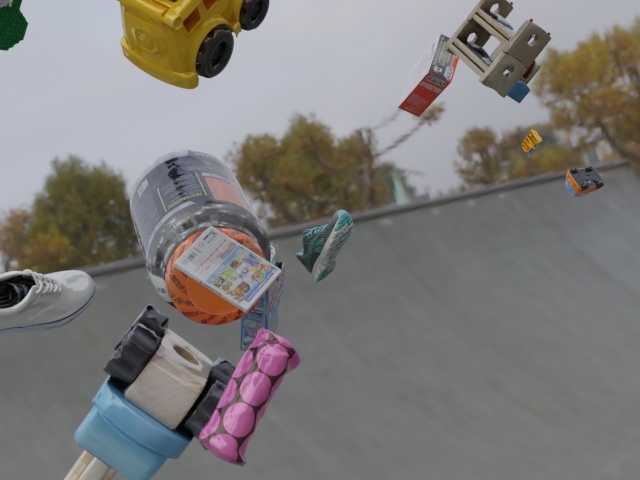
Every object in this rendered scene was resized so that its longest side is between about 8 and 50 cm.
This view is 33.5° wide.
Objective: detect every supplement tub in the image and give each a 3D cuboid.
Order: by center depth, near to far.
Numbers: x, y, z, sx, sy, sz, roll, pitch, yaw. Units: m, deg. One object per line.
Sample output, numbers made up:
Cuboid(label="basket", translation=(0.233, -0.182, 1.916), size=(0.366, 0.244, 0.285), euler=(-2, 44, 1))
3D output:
Cuboid(label="supplement tub", translation=(-0.206, -0.007, 1.821), size=(0.207, 0.207, 0.338), euler=(-16, 29, -9))

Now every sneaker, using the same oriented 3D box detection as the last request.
Cuboid(label="sneaker", translation=(-0.446, 0.089, 1.643), size=(0.258, 0.094, 0.091), euler=(-21, -25, -48))
Cuboid(label="sneaker", translation=(0.000, 0.000, 1.879), size=(0.065, 0.076, 0.166), euler=(-33, -23, -44))

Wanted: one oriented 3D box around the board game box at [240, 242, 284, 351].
Cuboid(label="board game box", translation=(-0.118, 0.101, 2.227), size=(0.060, 0.194, 0.194), euler=(10, 42, 10))

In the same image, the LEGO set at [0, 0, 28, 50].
Cuboid(label="LEGO set", translation=(-0.502, -0.375, 1.289), size=(0.331, 0.192, 0.254), euler=(-11, -49, -41))

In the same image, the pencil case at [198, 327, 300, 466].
Cuboid(label="pencil case", translation=(-0.107, 0.247, 1.663), size=(0.095, 0.209, 0.098), euler=(17, -20, 42))

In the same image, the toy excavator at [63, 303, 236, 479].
Cuboid(label="toy excavator", translation=(-0.363, 0.354, 1.971), size=(0.445, 0.222, 0.433), euler=(-52, 6, 5))

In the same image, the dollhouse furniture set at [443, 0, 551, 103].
Cuboid(label="dollhouse furniture set", translation=(0.335, -0.313, 1.807), size=(0.184, 0.129, 0.129), euler=(23, -67, -41))

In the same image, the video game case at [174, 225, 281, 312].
Cuboid(label="video game case", translation=(-0.127, 0.038, 1.460), size=(0.087, 0.122, 0.011), euler=(-49, -15, -38))

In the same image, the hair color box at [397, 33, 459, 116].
Cuboid(label="hair color box", translation=(0.212, -0.319, 2.068), size=(0.053, 0.093, 0.167), euler=(22, -21, -8))

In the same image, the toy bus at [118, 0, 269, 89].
Cuboid(label="toy bus", translation=(-0.180, -0.355, 1.451), size=(0.220, 0.149, 0.211), euler=(-53, -22, -22))

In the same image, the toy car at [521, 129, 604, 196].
Cuboid(label="toy car", translation=(0.337, -0.106, 1.486), size=(0.060, 0.122, 0.040), euler=(-29, -19, -44))
